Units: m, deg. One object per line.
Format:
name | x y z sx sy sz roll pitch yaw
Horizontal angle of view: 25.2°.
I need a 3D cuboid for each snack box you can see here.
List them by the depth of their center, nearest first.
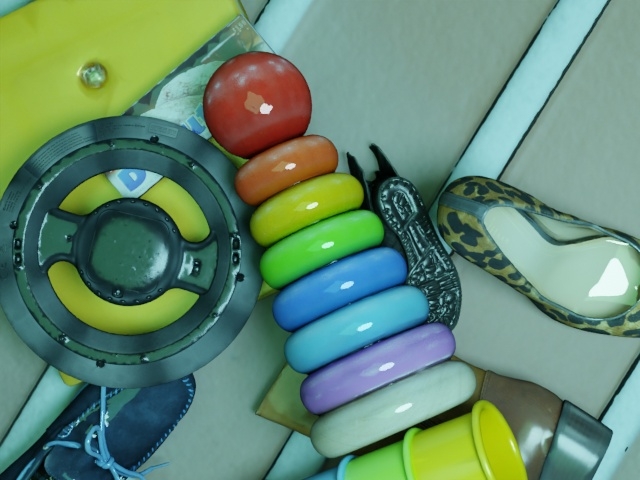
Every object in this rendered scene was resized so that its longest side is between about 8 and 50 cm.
snack box | -0.115 -0.112 1.226 0.178 0.022 0.064 -40 92 4

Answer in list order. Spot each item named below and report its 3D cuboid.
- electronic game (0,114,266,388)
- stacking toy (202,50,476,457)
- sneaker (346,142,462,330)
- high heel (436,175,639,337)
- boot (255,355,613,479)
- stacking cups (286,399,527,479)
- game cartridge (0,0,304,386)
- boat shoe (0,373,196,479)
electronic game | -0.160 0.009 1.200 0.229 0.048 0.229 0 89 -4
stacking toy | 0.000 0.000 1.160 0.141 0.141 0.330 -24 82 4
sneaker | 0.069 -0.001 1.235 0.051 0.089 0.170 -21 96 -13
high heel | 0.214 0.024 1.170 0.261 0.186 0.093 23 91 3
boot | 0.069 0.206 1.232 0.280 0.096 0.264 27 100 7
stacking cups | 0.007 0.223 1.178 0.316 0.096 0.096 -22 89 19
game cartridge | -0.163 -0.074 1.267 0.285 0.053 0.323 -24 91 4
boat shoe | -0.202 0.204 1.241 0.109 0.089 0.258 39 100 -20
